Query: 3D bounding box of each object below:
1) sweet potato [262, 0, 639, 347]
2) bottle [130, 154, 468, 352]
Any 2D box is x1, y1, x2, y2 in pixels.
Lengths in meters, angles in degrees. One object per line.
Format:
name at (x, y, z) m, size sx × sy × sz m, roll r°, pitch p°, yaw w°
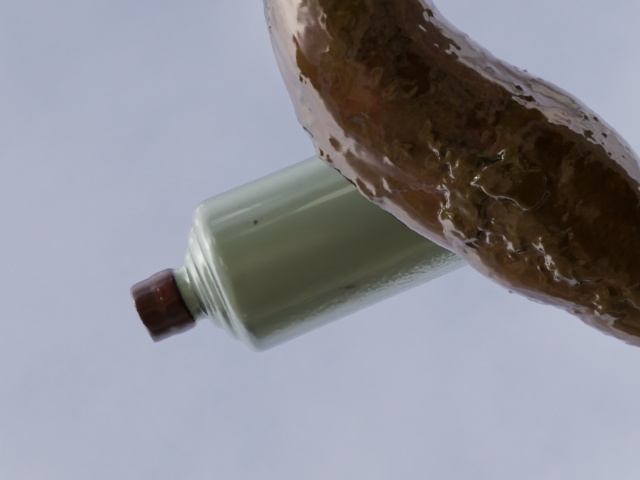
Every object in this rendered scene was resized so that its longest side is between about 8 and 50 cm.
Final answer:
sweet potato at (0.073, -0.041, 0.704) m, size 0.354 × 0.095 × 0.106 m, roll 45°, pitch -98°, yaw -2°
bottle at (0.000, 0.000, 0.943) m, size 0.245 × 0.104 × 0.104 m, roll -22°, pitch -72°, yaw -2°
